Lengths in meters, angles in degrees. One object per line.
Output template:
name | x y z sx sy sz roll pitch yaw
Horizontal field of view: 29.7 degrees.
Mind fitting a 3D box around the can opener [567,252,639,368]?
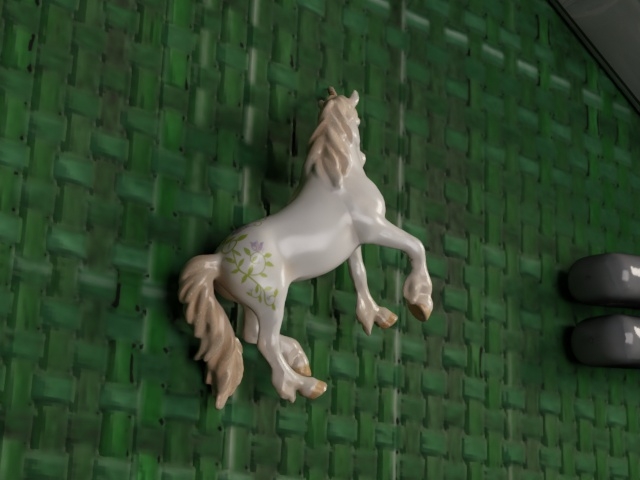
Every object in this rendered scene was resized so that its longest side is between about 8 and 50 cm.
can opener | 0.271 0.048 0.771 0.280 0.093 0.074 6 76 -35

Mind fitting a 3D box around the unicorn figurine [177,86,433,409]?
unicorn figurine | 0.000 0.000 0.561 0.162 0.060 0.111 -37 104 -40

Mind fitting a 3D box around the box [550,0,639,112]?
box | 0.282 -0.131 0.766 0.290 0.169 0.087 45 54 -25
